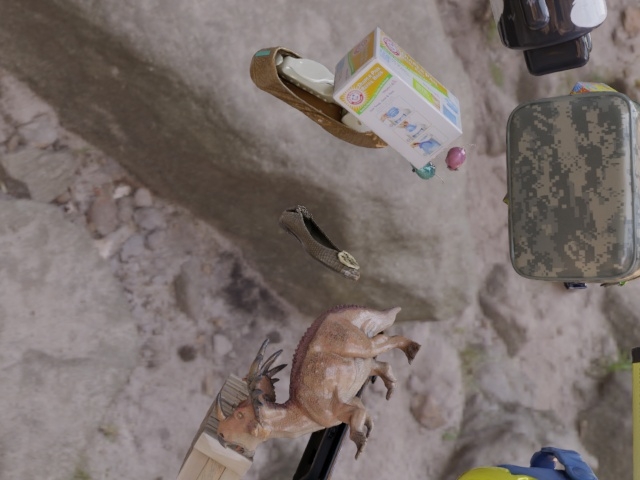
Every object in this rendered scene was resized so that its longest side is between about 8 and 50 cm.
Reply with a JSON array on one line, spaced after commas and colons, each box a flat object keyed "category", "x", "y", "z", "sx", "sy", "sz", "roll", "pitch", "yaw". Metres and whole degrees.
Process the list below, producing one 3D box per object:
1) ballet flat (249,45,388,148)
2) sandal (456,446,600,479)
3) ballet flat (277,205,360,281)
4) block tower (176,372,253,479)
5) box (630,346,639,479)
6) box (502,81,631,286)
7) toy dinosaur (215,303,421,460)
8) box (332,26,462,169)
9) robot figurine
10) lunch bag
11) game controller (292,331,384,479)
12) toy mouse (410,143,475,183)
[{"category": "ballet flat", "x": 0.023, "y": -0.289, "z": 1.841, "sx": 0.342, "sy": 0.124, "sz": 0.116, "roll": 29, "pitch": 71, "yaw": -17}, {"category": "sandal", "x": 0.280, "y": 0.274, "z": 0.832, "sx": 0.138, "sy": 0.317, "sz": 0.126, "roll": -21, "pitch": 133, "yaw": -57}, {"category": "ballet flat", "x": 0.000, "y": 0.000, "z": 1.736, "sx": 0.084, "sy": 0.250, "sz": 0.058, "roll": 29, "pitch": 98, "yaw": -41}, {"category": "block tower", "x": -0.153, "y": 0.319, "z": 1.533, "sx": 0.091, "sy": 0.335, "sz": 0.097, "roll": 30, "pitch": 97, "yaw": -2}, {"category": "box", "x": 0.272, "y": 0.189, "z": 0.657, "sx": 0.058, "sy": 0.087, "sz": 0.232, "roll": 20, "pitch": 66, "yaw": -36}, {"category": "box", "x": 0.569, "y": -0.115, "z": 1.806, "sx": 0.177, "sy": 0.290, "sz": 0.279, "roll": -12, "pitch": 137, "yaw": -55}, {"category": "toy dinosaur", "x": 0.003, "y": 0.167, "z": 1.225, "sx": 0.200, "sy": 0.127, "sz": 0.296, "roll": 30, "pitch": 66, "yaw": 7}, {"category": "box", "x": 0.127, "y": -0.235, "z": 1.532, "sx": 0.203, "sy": 0.103, "sz": 0.114, "roll": 36, "pitch": 33, "yaw": -24}, {"category": "robot figurine", "x": 0.342, "y": -0.402, "z": 1.442, "sx": 0.173, "sy": 0.209, "sz": 0.278, "roll": -24, "pitch": 112, "yaw": -11}, {"category": "lunch bag", "x": 0.432, "y": -0.072, "z": 1.490, "sx": 0.256, "sy": 0.212, "sz": 0.305, "roll": 0, "pitch": 87, "yaw": -58}, {"category": "game controller", "x": 0.028, "y": 0.282, "z": 1.379, "sx": 0.067, "sy": 0.166, "sz": 0.319, "roll": 26, "pitch": 53, "yaw": -1}, {"category": "toy mouse", "x": 0.245, "y": -0.160, "z": 1.925, "sx": 0.143, "sy": 0.161, "sz": 0.031, "roll": 74, "pitch": 15, "yaw": -45}]
